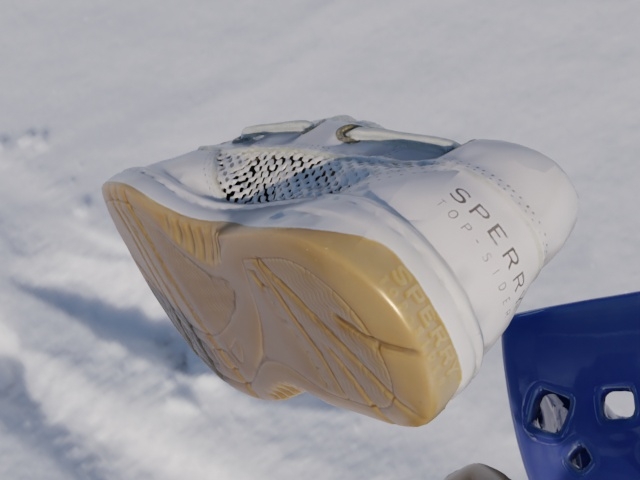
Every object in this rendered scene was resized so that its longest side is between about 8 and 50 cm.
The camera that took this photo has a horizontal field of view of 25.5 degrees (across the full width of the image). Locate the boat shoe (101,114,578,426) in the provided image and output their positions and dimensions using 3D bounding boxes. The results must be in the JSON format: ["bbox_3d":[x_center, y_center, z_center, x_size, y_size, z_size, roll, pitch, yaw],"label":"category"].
[{"bbox_3d":[0.000,0.000,0.530,0.096,0.098,0.277,-37,20,-19],"label":"boat shoe"}]

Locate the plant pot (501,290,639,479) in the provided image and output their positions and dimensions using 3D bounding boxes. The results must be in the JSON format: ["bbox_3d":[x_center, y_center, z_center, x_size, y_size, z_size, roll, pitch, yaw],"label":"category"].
[{"bbox_3d":[0.263,0.168,0.908,0.236,0.236,0.212,-11,61,26],"label":"plant pot"}]

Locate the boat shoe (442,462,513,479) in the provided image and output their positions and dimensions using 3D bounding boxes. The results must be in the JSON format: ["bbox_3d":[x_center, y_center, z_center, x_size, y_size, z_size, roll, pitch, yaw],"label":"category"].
[{"bbox_3d":[0.073,0.238,0.455,0.110,0.121,0.341,-34,42,18],"label":"boat shoe"}]
